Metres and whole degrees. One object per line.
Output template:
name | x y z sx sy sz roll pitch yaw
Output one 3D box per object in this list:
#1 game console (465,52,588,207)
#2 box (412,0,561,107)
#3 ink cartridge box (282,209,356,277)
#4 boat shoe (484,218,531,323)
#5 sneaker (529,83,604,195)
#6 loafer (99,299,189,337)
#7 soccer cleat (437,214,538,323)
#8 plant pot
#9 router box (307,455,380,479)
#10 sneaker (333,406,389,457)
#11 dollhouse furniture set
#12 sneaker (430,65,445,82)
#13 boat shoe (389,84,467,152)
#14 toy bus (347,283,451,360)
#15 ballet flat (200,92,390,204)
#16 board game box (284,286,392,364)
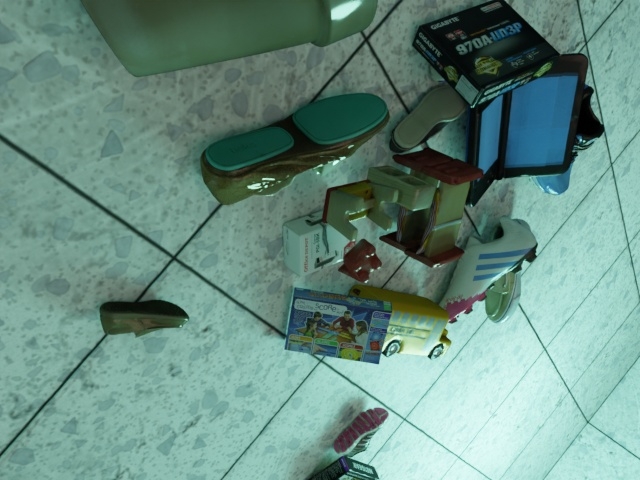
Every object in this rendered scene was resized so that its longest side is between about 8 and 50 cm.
game console | 0.437 -0.231 1.230 0.250 0.173 0.293 -44 139 -41
box | 0.308 -0.352 1.058 0.220 0.175 0.051 -27 159 -25
ink cartridge box | 0.000 0.000 1.098 0.135 0.056 0.099 -21 128 -30
boat shoe | 0.481 0.084 1.540 0.094 0.109 0.302 -2 108 -22
sneaker | 0.594 -0.239 1.389 0.130 0.147 0.330 -34 133 -20
loafer | -0.290 0.130 0.939 0.148 0.056 0.050 9 110 -32
soccer cleat | 0.392 0.074 1.453 0.331 0.143 0.116 -45 173 18
plant pot | -0.132 -0.331 0.641 0.280 0.323 0.323 -28 133 -2
router box | 0.061 0.644 1.528 0.133 0.046 0.179 -38 138 10
sneaker | 0.114 0.510 1.506 0.170 0.063 0.074 -39 134 -8
dollhouse furniture set | 0.133 -0.044 1.090 0.374 0.152 0.201 -16 125 -39
sneaker | 0.295 -0.351 1.122 0.170 0.071 0.068 -37 134 -18
boat shoe | 0.214 -0.243 1.144 0.206 0.075 0.065 -39 177 -22
toy bus | 0.192 0.196 1.345 0.333 0.108 0.130 15 104 -44
ballet flat | -0.038 -0.144 0.953 0.342 0.116 0.124 -27 150 -25
board game box | 0.035 0.176 1.168 0.201 0.035 0.136 10 115 -2
